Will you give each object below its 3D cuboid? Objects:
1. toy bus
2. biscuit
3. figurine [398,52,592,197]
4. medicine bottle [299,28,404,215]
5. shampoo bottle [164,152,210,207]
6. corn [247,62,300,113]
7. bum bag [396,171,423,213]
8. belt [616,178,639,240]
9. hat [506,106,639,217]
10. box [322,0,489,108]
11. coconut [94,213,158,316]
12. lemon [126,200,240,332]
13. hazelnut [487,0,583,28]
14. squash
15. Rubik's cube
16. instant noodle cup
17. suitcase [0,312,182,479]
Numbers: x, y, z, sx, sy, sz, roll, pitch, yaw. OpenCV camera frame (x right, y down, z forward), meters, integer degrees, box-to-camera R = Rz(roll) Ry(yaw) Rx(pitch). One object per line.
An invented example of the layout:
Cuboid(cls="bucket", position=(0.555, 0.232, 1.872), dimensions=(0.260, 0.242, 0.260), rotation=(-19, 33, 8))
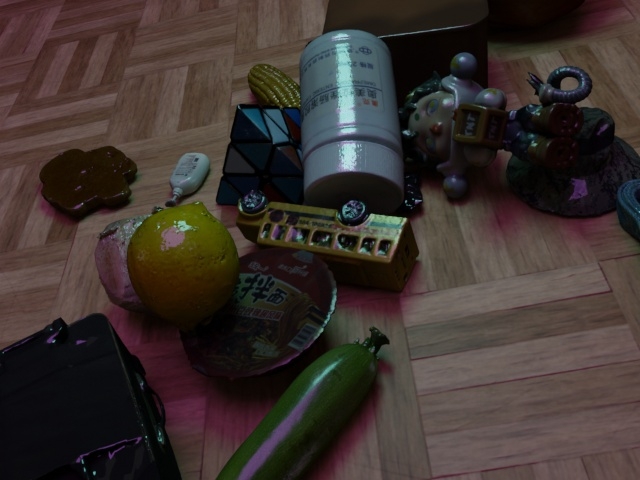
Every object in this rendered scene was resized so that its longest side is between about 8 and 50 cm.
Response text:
Cuboid(cls="toy bus", position=(0.000, 0.000, 1.252), dimensions=(0.335, 0.121, 0.123), rotation=(8, 61, 24))
Cuboid(cls="biscuit", position=(-0.535, -0.140, 1.618), dimensions=(0.290, 0.041, 0.208), rotation=(25, 57, 35))
Cuboid(cls="figurine", position=(0.283, -0.204, 1.284), dimensions=(0.186, 0.261, 0.382), rotation=(10, 7, -34))
Cuboid(cls="medicine bottle", position=(0.056, -0.215, 1.333), dimensions=(0.190, 0.190, 0.332), rotation=(-8, 63, 9))
Cuboid(cls="shampoo bottle", position=(-0.297, -0.130, 1.531), dimensions=(0.077, 0.045, 0.152), rotation=(2, 44, 16))
Cuboid(cls="corn", position=(-0.101, -0.347, 1.657), dimensions=(0.102, 0.102, 0.313), rotation=(-28, 44, -12))
Cuboid(cls="bum bag", position=(0.171, -0.096, 1.358), dimensions=(0.058, 0.034, 0.124), rotation=(-18, 40, 16))
Cuboid(cls="belt", position=(0.533, 0.017, 1.103), dimensions=(0.087, 0.072, 0.302), rotation=(-2, 42, 10))
Cuboid(cls="hat", position=(0.469, -0.176, 1.285), dimensions=(0.265, 0.128, 0.265), rotation=(-7, 41, 6))
Cuboid(cls="box", position=(0.199, -0.414, 1.539), dimensions=(0.339, 0.229, 0.239), rotation=(-5, 43, 13))
Cuboid(cls="coconut", position=(-0.304, 0.050, 1.252), dimensions=(0.194, 0.194, 0.194), rotation=(-9, 43, 8))
Cuboid(cls="lemon", position=(-0.216, 0.041, 1.104), dimensions=(0.173, 0.206, 0.173), rotation=(-10, 1, 0))
Cuboid(cls="hazelnut", position=(0.472, -0.662, 1.650), dimensions=(0.366, 0.366, 0.366), rotation=(-9, 43, 8))
Cuboid(cls="squash", position=(-0.024, 0.259, 1.001), dimensions=(0.101, 0.101, 0.379), rotation=(25, 55, 36))
Cuboid(cls="Rubik's cube", position=(-0.099, -0.193, 1.474), dimensions=(0.250, 0.284, 0.234), rotation=(-29, 29, 42))
Cuboid(cls="instant noodle cup", position=(-0.088, 0.136, 1.145), dimensions=(0.274, 0.091, 0.274), rotation=(-14, 41, 12))
Cuboid(cls="suitcase", position=(-0.346, 0.307, 0.976), dimensions=(0.283, 0.194, 0.434), rotation=(-27, 43, -11))
